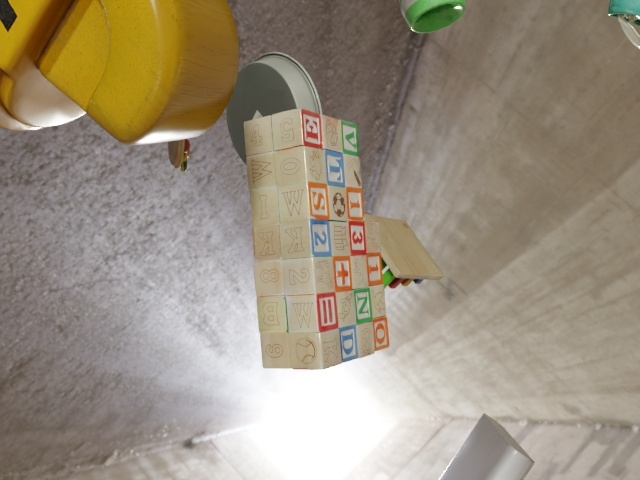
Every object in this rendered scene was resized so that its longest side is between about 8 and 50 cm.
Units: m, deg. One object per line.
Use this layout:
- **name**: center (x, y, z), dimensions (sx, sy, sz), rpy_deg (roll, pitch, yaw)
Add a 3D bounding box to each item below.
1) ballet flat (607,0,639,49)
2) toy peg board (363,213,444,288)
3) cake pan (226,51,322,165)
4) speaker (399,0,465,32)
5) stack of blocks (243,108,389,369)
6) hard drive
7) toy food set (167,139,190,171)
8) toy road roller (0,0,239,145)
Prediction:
- **ballet flat**: center (0.582, -0.338, 1.029), dimensions (0.087, 0.247, 0.083), rpy_deg (-56, -179, 17)
- **toy peg board**: center (0.149, 0.034, 1.299), dimensions (0.160, 0.161, 0.079), rpy_deg (6, 134, -47)
- **cake pan**: center (-0.116, -0.275, 1.408), dimensions (0.054, 0.293, 0.293), rpy_deg (-19, 153, -42)
- **speaker**: center (0.186, -0.562, 1.196), dimensions (0.131, 0.296, 0.131), rpy_deg (-14, 171, -2)
- **stack of blocks**: center (0.000, 0.000, 0.780), dimensions (0.087, 0.297, 0.171), rpy_deg (-6, 177, 32)
- **hard drive**: center (0.172, 0.397, 0.860), dimensions (0.307, 0.040, 0.203), rpy_deg (-55, 174, 0)
- **toy food set**: center (-0.206, -0.145, 0.902), dimensions (0.020, 0.083, 0.082), rpy_deg (0, 142, -26)
- **toy road roller**: center (-0.141, -0.217, 0.441), dimensions (0.329, 0.240, 0.202), rpy_deg (-49, 180, 17)
